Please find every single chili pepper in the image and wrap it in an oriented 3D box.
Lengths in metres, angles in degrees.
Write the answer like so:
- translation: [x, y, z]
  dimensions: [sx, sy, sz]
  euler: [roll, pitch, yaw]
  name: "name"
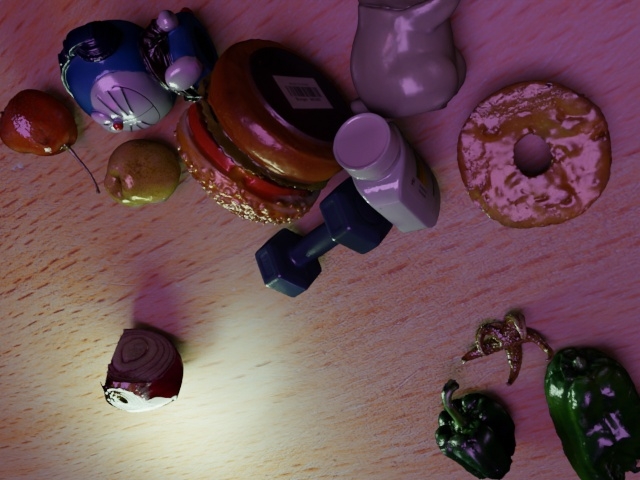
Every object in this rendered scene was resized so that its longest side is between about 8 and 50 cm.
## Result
- translation: [0.623, 0.417, 1.250]
  dimensions: [0.213, 0.167, 0.384]
  euler: [-18, 110, 29]
  name: "chili pepper"
- translation: [0.356, 0.446, 1.370]
  dimensions: [0.261, 0.174, 0.165]
  euler: [46, 147, -8]
  name: "chili pepper"

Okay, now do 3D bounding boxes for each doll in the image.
- translation: [-0.375, -0.349, 1.186]
  dimensions: [0.310, 0.284, 0.240]
  euler: [-19, 69, 13]
  name: "doll"
- translation: [0.151, -0.377, 0.985]
  dimensions: [0.226, 0.215, 0.370]
  euler: [19, 125, 29]
  name: "doll"

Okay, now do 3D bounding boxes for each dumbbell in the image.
- translation: [0.000, 0.000, 1.237]
  dimensions: [0.144, 0.160, 0.325]
  euler: [47, 132, -7]
  name: "dumbbell"

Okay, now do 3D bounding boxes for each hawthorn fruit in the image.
- translation: [-0.635, -0.236, 1.389]
  dimensions: [0.285, 0.165, 0.165]
  euler: [40, 123, -10]
  name: "hawthorn fruit"

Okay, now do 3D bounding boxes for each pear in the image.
- translation: [-0.419, -0.152, 1.337]
  dimensions: [0.178, 0.178, 0.177]
  euler: [9, 119, 16]
  name: "pear"

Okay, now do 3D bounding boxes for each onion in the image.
- translation: [-0.494, 0.389, 1.631]
  dimensions: [0.206, 0.216, 0.206]
  euler: [12, 132, -5]
  name: "onion"

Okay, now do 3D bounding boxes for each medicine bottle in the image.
- translation: [0.135, -0.125, 1.069]
  dimensions: [0.111, 0.296, 0.161]
  euler: [-13, 67, 26]
  name: "medicine bottle"

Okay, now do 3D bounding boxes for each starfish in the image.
- translation: [0.416, 0.249, 1.293]
  dimensions: [0.190, 0.074, 0.146]
  euler: [-31, 101, 30]
  name: "starfish"

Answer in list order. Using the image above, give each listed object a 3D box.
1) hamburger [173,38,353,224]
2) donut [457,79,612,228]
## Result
- translation: [-0.106, -0.199, 1.102]
  dimensions: [0.330, 0.330, 0.250]
  euler: [44, 129, -5]
  name: "hamburger"
- translation: [0.394, -0.168, 1.063]
  dimensions: [0.278, 0.108, 0.277]
  euler: [9, 118, 16]
  name: "donut"
